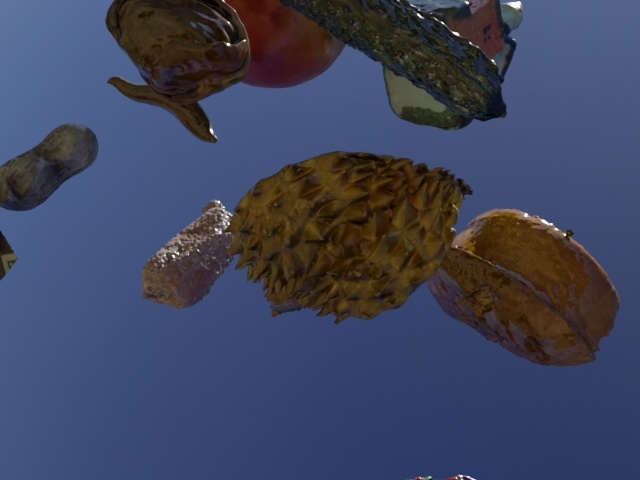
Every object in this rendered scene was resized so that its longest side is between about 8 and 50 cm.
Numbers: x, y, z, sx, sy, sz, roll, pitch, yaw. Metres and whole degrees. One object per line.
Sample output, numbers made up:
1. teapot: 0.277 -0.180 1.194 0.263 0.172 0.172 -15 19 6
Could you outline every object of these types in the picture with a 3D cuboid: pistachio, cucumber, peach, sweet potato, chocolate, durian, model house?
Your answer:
1. pistachio: -0.201 -0.277 0.997 0.210 0.130 0.165 23 -80 2
2. cucumber: 0.094 -0.266 0.915 0.096 0.360 0.096 -60 -173 11
3. peach: -0.109 -0.476 1.346 0.388 0.388 0.387 -14 -110 43
4. sweet potato: -0.291 -0.266 1.370 0.250 0.059 0.069 30 -75 4
5. chocolate: -0.377 -0.101 0.984 0.072 0.072 0.167 11 -131 47
6. durian: 0.003 -0.011 0.826 0.305 0.195 0.185 -25 -147 27
7. model house: 0.277 -0.384 1.382 0.291 0.253 0.184 -37 -138 -23

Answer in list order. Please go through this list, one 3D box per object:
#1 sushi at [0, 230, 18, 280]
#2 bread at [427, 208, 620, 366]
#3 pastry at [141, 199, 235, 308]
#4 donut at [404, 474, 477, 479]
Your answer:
1. sushi: -0.682 0.012 1.272 0.290 0.050 0.264 -38 -97 33
2. bread: 0.304 0.053 1.155 0.194 0.179 0.340 -39 -148 -14
3. pastry: -0.209 0.020 1.253 0.112 0.265 0.102 7 -52 16
4. donut: 0.148 0.548 1.227 0.345 0.260 0.136 -61 -150 19
